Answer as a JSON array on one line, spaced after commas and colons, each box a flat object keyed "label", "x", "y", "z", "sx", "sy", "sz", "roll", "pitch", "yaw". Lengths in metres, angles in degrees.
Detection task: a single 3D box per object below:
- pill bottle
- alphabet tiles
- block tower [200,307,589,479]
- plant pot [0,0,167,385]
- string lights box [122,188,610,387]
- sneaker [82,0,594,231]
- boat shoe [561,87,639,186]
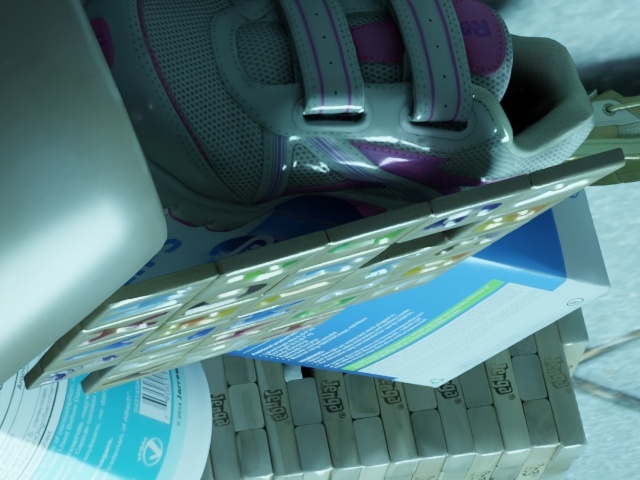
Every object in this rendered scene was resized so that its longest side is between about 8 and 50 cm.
[{"label": "pill bottle", "x": -0.180, "y": 0.069, "z": 0.866, "sx": 0.146, "sy": 0.146, "sz": 0.264, "roll": -23, "pitch": 151, "yaw": 25}, {"label": "alphabet tiles", "x": -0.017, "y": 0.023, "z": 0.714, "sx": 0.198, "sy": 0.009, "sz": 0.237, "roll": -16, "pitch": 171, "yaw": -22}, {"label": "block tower", "x": -0.004, "y": 0.111, "z": 1.079, "sx": 0.335, "sy": 0.097, "sz": 0.091, "roll": -7, "pitch": 155, "yaw": -9}, {"label": "plant pot", "x": -0.209, "y": -0.028, "z": 0.525, "sx": 0.280, "sy": 0.323, "sz": 0.323, "roll": -26, "pitch": 156, "yaw": -7}, {"label": "string lights box", "x": 0.000, "y": 0.000, "z": 0.869, "sx": 0.260, "sy": 0.076, "sz": 0.133, "roll": 13, "pitch": 146, "yaw": -40}, {"label": "sneaker", "x": 0.013, "y": -0.067, "z": 0.724, "sx": 0.252, "sy": 0.103, "sz": 0.111, "roll": 5, "pitch": 150, "yaw": -46}, {"label": "boat shoe", "x": 0.156, "y": -0.057, "z": 0.859, "sx": 0.153, "sy": 0.048, "sz": 0.056, "roll": -6, "pitch": 167, "yaw": 7}]
